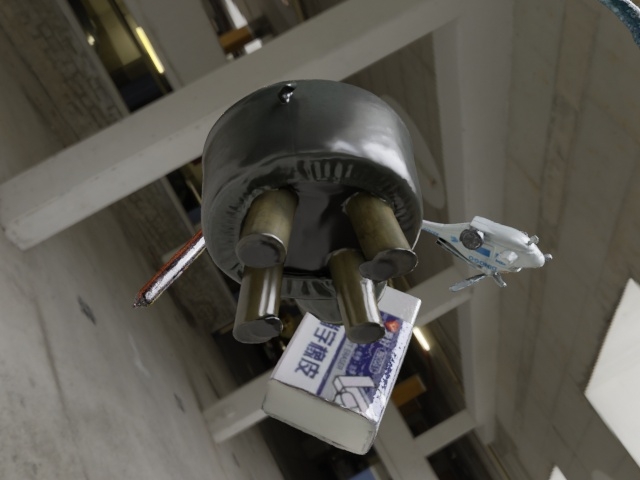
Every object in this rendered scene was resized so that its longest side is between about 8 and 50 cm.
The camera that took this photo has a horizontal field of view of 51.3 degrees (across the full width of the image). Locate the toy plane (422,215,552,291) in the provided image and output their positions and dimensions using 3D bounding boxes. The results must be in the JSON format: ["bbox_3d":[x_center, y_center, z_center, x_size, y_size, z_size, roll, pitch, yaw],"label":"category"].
[{"bbox_3d":[0.229,-0.013,1.087,0.273,0.181,0.107,37,-40,34],"label":"toy plane"}]

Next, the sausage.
[{"bbox_3d":[-0.184,0.030,0.870,0.025,0.028,0.198,37,38,-1],"label":"sausage"}]

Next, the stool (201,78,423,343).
[{"bbox_3d":[0.009,-0.003,0.474,0.228,0.153,0.139,42,31,-41],"label":"stool"}]

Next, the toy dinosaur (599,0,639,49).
[{"bbox_3d":[0.422,-0.180,0.760,0.076,0.147,0.363,117,-47,-68],"label":"toy dinosaur"}]

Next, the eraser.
[{"bbox_3d":[0.032,0.127,0.762,0.210,0.124,0.068,-58,165,-51],"label":"eraser"}]
